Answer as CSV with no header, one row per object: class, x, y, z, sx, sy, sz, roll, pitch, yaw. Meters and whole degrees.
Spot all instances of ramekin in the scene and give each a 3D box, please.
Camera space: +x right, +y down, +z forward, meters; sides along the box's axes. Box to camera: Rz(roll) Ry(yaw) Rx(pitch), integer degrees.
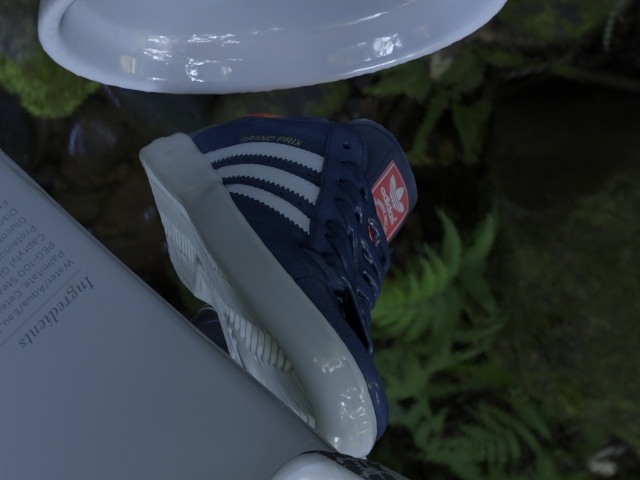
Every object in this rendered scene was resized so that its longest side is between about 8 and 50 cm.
ramekin,-0.032,-0.191,0.906,0.277,0.135,0.277,-6,169,-1

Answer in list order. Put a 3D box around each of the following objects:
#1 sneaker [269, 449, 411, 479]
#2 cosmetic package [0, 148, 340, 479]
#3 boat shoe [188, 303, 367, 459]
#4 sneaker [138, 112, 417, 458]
sneaker,0.022,0.171,0.411,0.090,0.235,0.095,-23,142,17
cosmetic package,-0.105,0.097,0.629,0.138,0.225,0.224,-47,163,-15
boat shoe,-0.043,0.155,1.293,0.076,0.228,0.080,-35,180,-41
sneaker,0.000,0.000,0.877,0.148,0.350,0.131,-19,118,-10
